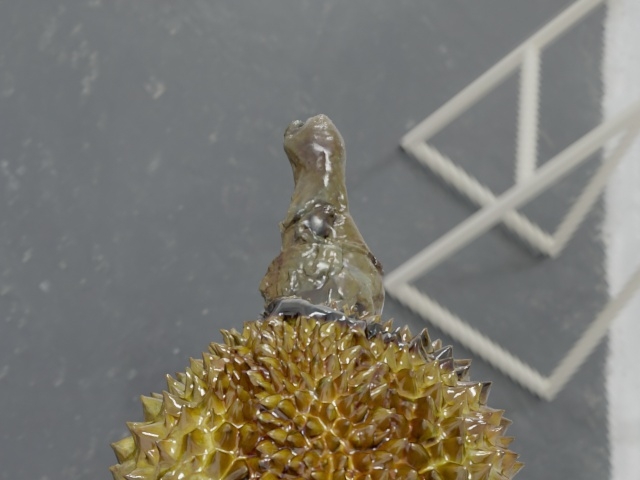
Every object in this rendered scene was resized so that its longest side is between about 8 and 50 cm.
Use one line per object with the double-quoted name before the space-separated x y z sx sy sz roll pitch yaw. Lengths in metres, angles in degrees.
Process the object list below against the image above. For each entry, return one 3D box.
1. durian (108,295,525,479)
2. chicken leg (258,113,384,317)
"durian" -0.002 0.103 0.546 0.158 0.137 0.168 -1 75 -9
"chicken leg" 0.001 0.001 1.069 0.069 0.085 0.198 56 29 -63
